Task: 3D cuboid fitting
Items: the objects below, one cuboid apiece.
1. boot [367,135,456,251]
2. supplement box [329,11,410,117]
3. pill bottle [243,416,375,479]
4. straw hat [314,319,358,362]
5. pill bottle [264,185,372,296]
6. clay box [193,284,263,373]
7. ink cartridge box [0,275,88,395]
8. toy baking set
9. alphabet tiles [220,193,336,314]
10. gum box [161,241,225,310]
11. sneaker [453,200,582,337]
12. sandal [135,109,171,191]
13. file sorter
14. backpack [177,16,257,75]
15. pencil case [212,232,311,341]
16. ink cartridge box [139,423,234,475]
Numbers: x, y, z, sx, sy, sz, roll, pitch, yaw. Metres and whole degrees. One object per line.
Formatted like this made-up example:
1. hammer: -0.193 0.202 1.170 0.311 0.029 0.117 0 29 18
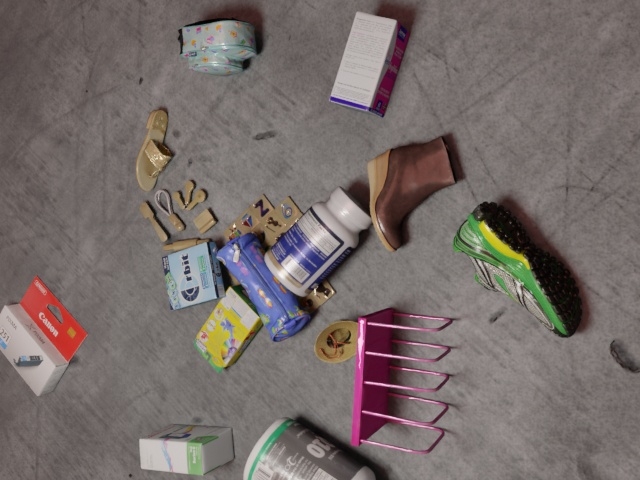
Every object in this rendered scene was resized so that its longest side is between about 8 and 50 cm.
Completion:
1. boot: 0.223 -0.111 1.562 0.207 0.090 0.248 -13 81 27
2. supplement box: 0.120 -0.425 1.596 0.114 0.111 0.220 20 99 24
3. pill bottle: 0.007 0.612 1.614 0.361 0.204 0.204 27 102 22
4. straw hat: 0.043 0.239 1.666 0.144 0.144 0.061 -47 32 19
5. pill bottle: 0.000 0.000 1.628 0.264 0.153 0.153 -45 73 9
6. clay box: -0.251 0.247 1.810 0.127 0.053 0.222 44 113 20
7. ink cartridge box: -0.923 0.307 2.129 0.296 0.066 0.261 42 108 19
8. toy baking set: -0.411 -0.064 1.903 0.256 0.030 0.197 -12 83 25
9. alphabet tiles: -0.117 0.058 1.772 0.285 0.011 0.342 -43 74 19
10. gum box: -0.355 0.101 1.822 0.184 0.041 0.157 -17 80 33
11. sneaker: 0.441 0.077 1.460 0.343 0.134 0.146 51 135 12
12. sandal: -0.467 -0.258 1.891 0.079 0.088 0.240 10 90 31
13. file sorter: 0.198 0.321 1.520 0.182 0.202 0.291 4 92 24
14. backpack: -0.265 -0.517 1.748 0.188 0.166 0.144 -9 89 29
15. pencil case: -0.152 0.116 1.712 0.119 0.133 0.306 -35 76 -4
16. ink cartridge box: -0.371 0.579 1.820 0.212 0.154 0.093 -6 88 26
